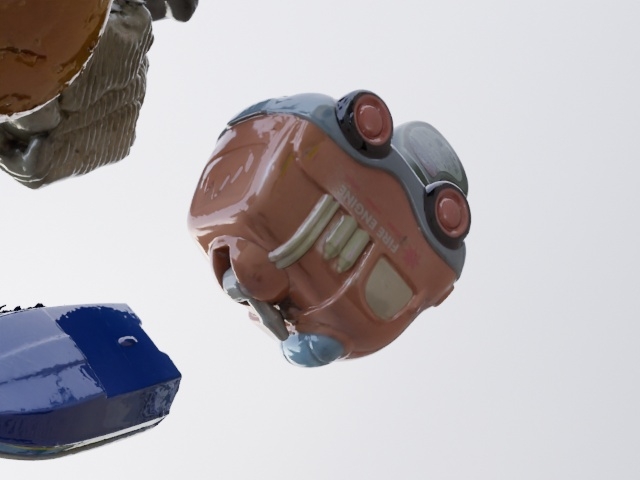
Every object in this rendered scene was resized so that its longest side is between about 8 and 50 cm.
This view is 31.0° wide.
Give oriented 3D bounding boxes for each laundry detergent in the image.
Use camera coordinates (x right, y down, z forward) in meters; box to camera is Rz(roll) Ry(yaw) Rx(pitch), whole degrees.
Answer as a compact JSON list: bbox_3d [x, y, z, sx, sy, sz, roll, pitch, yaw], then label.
[{"bbox_3d":[0.116,-0.070,1.371,0.063,0.137,0.211,-31,4,23],"label":"laundry detergent"}]

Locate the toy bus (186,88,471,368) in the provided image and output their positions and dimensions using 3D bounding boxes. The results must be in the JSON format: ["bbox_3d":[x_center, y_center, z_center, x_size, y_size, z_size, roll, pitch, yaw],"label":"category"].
[{"bbox_3d":[0.000,0.000,1.152,0.287,0.194,0.232,49,-130,-24],"label":"toy bus"}]

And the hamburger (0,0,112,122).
[{"bbox_3d":[-0.268,-0.196,0.791,0.244,0.163,0.244,-28,-27,-16],"label":"hamburger"}]

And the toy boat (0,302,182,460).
[{"bbox_3d":[-0.222,0.110,0.888,0.088,0.129,0.295,-43,-13,14],"label":"toy boat"}]

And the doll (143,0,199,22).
[{"bbox_3d":[-0.317,-0.398,1.413,0.378,0.382,0.252,-27,-45,-48],"label":"doll"}]

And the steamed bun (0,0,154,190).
[{"bbox_3d":[-0.270,-0.170,1.163,0.218,0.144,0.211,-39,-25,-51],"label":"steamed bun"}]
